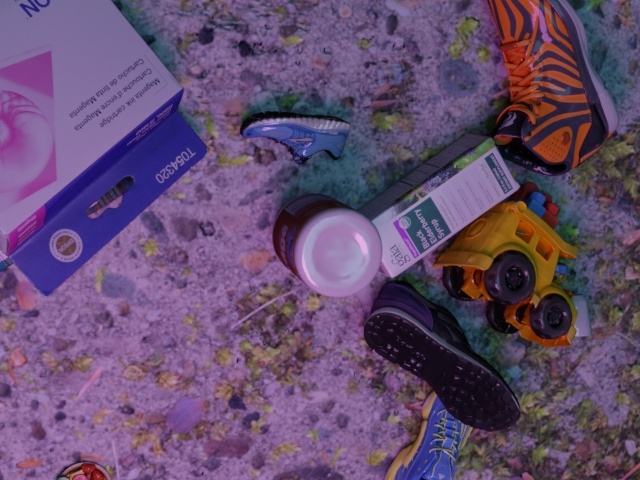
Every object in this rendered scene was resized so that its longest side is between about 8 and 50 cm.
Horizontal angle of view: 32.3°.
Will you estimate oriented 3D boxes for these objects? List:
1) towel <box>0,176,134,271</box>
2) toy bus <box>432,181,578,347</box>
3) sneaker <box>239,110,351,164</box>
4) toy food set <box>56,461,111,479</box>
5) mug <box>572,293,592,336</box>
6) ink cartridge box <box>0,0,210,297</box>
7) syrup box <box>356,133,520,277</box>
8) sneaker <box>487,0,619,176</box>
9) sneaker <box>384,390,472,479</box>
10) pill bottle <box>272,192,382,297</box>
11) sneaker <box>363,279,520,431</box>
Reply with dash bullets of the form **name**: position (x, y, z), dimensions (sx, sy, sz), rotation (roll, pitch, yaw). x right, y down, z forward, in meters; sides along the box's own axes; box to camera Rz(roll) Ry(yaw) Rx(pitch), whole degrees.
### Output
- **towel**: position (-0.452, -0.103, 1.491), dimensions (0.370, 0.040, 0.271), rotation (-33, 108, -9)
- **toy bus**: position (0.314, 0.028, 1.677), dimensions (0.220, 0.149, 0.211), rotation (39, 73, -20)
- **sneaker**: position (-0.036, -0.144, 1.581), dimensions (0.162, 0.063, 0.073), rotation (4, 102, -15)
- **toy food set**: position (-0.345, 0.365, 1.613), dimensions (0.082, 0.020, 0.083), rotation (-24, 106, -10)
- **mug**: position (0.391, 0.117, 1.746), dimensions (0.078, 0.062, 0.064), rotation (-2, 93, -21)
- **ink cartridge box**: position (-0.338, -0.155, 1.412), dimensions (0.330, 0.071, 0.324), rotation (49, 61, -11)
- **syrup box**: position (0.163, -0.054, 1.633), dimensions (0.236, 0.096, 0.093), rotation (-35, 107, -8)
- **sneaker**: position (0.303, -0.232, 1.606), dimensions (0.180, 0.124, 0.321), rotation (-42, 107, -20)
- **sneaker**: position (0.192, 0.318, 1.693), dimensions (0.091, 0.126, 0.240), rotation (28, 92, -18)
- **pill bottle**: position (0.000, 0.000, 1.536), dimensions (0.121, 0.216, 0.121), rotation (-2, 100, -14)
- **sneaker**: position (0.199, 0.163, 1.659), dimensions (0.283, 0.124, 0.107), rotation (41, 127, -12)
